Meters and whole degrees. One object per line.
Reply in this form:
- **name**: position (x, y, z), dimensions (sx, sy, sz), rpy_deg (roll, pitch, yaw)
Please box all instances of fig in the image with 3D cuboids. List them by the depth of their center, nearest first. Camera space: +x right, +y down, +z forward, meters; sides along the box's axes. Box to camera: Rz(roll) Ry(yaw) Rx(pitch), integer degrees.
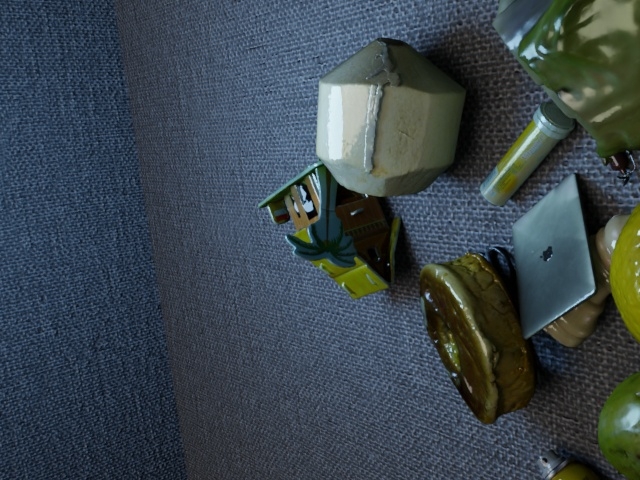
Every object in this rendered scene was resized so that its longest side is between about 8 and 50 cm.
- **fig**: position (0.545, 0.333, 1.204), dimensions (0.314, 0.233, 0.233), rpy_deg (-51, 61, 40)

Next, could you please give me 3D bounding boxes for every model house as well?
- **model house**: position (0.000, 0.000, 1.720), dimensions (0.300, 0.340, 0.324), rpy_deg (-30, 81, 53)

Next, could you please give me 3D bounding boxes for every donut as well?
- **donut**: position (0.313, 0.186, 1.465), dimensions (0.330, 0.159, 0.330), rpy_deg (164, 90, -77)

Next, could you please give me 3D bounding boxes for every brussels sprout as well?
- **brussels sprout**: position (0.441, -0.354, 1.040), dimensions (0.361, 0.342, 0.425), rpy_deg (-39, 82, 27)

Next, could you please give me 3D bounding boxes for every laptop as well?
- **laptop**: position (0.413, 0.027, 1.333), dimensions (0.188, 0.015, 0.269), rpy_deg (-49, 27, 46)

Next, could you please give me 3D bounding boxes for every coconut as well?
- **coconut**: position (0.139, -0.254, 1.504), dimensions (0.323, 0.323, 0.323), rpy_deg (20, 116, 48)

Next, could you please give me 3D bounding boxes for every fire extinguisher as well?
- **fire extinguisher**: position (0.497, -0.175, 1.274), dimensions (0.049, 0.035, 0.173), rpy_deg (-27, 76, 13)

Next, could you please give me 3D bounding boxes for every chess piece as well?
- **chess piece**: position (0.501, 0.042, 1.270), dimensions (0.124, 0.139, 0.307), rpy_deg (33, 132, -3)

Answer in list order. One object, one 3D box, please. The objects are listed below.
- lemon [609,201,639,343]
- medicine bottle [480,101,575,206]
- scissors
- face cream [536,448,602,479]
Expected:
- **lemon**: position (0.569, 0.037, 1.015), dimensions (0.336, 0.336, 0.336), rpy_deg (20, 116, 48)
- **medicine bottle**: position (0.382, -0.157, 1.394), dimensions (0.074, 0.073, 0.218), rpy_deg (58, 141, 23)
- **scissors**: position (0.393, 0.157, 1.517), dimensions (0.109, 0.022, 0.300), rpy_deg (-34, 74, 55)
- **face cream**: position (0.538, 0.535, 1.378), dimensions (0.349, 0.105, 0.105), rpy_deg (49, 135, 32)
